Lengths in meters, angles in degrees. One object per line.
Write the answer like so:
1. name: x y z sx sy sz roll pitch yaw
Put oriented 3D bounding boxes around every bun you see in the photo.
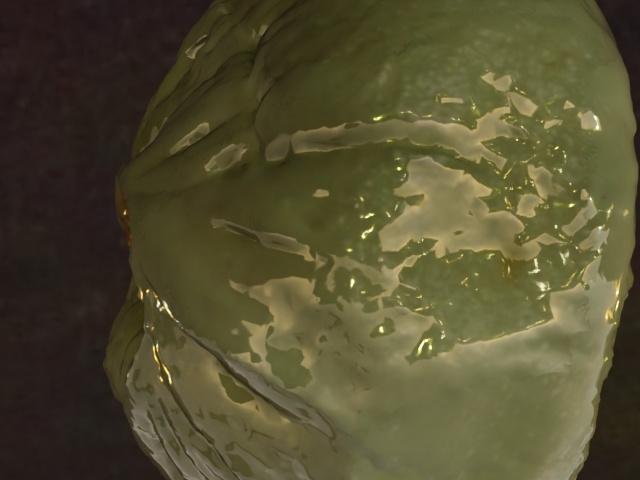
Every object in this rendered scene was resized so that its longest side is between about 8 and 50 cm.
1. bun: 0.000 0.000 0.482 0.134 0.220 0.220 6 156 -20
